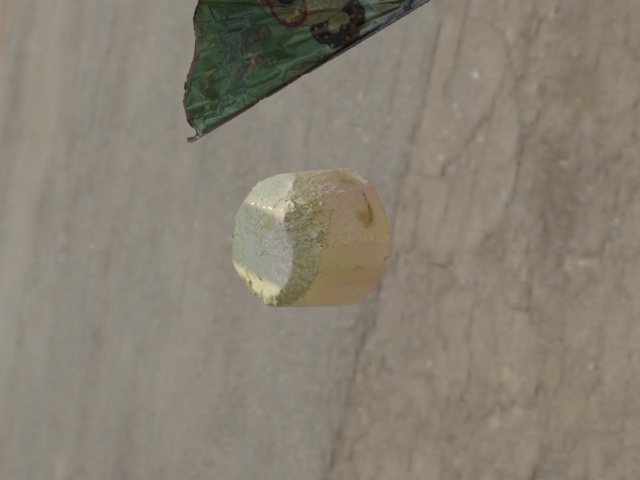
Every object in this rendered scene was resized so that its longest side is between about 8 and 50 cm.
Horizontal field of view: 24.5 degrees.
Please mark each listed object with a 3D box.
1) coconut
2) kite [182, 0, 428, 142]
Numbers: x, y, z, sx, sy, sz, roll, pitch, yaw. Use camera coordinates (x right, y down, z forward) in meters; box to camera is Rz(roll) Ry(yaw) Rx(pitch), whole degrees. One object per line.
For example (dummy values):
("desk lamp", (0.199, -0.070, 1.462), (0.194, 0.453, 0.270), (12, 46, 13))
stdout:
("coconut", (0.000, 0.000, 1.221), (0.116, 0.122, 0.116), (8, 101, 50))
("kite", (-0.042, -0.213, 1.094), (0.013, 0.267, 0.323), (-59, -21, -62))
